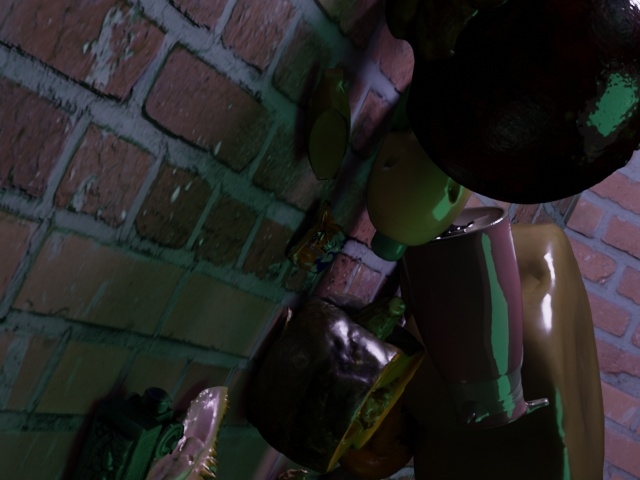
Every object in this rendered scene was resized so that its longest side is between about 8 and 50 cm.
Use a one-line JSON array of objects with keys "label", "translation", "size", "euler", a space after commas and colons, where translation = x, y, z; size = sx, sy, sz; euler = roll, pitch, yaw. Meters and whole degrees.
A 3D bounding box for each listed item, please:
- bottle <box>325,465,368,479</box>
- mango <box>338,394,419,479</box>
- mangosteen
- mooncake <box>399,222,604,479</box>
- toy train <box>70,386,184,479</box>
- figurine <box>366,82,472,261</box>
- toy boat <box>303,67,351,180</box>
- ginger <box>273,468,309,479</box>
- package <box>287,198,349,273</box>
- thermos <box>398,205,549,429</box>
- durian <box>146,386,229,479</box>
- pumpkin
[{"label": "bottle", "translation": [0.011, 0.451, 2.565], "size": [0.233, 0.110, 0.110], "euler": [-49, 160, -46]}, {"label": "mango", "translation": [0.085, 0.277, 2.497], "size": [0.252, 0.126, 0.154], "euler": [1, 101, -83]}, {"label": "mangosteen", "translation": [0.213, -0.189, 1.748], "size": [0.311, 0.311, 0.311], "euler": [-56, 164, -25]}, {"label": "mooncake", "translation": [0.260, 0.210, 2.414], "size": [0.467, 0.262, 0.467], "euler": [-5, 90, -77]}, {"label": "toy train", "translation": [-0.187, 0.214, 1.548], "size": [0.099, 0.070, 0.172], "euler": [-20, 136, -60]}, {"label": "figurine", "translation": [0.139, -0.102, 2.010], "size": [0.324, 0.124, 0.222], "euler": [-60, 174, -54]}, {"label": "toy boat", "translation": [0.006, -0.118, 1.689], "size": [0.149, 0.047, 0.049], "euler": [96, -6, -56]}, {"label": "ginger", "translation": [-0.071, 0.397, 2.300], "size": [0.214, 0.059, 0.133], "euler": [-63, 174, 2]}, {"label": "package", "translation": [-0.001, 0.000, 1.895], "size": [0.077, 0.033, 0.110], "euler": [-41, 151, 3]}, {"label": "thermos", "translation": [0.195, 0.098, 2.097], "size": [0.176, 0.146, 0.265], "euler": [-33, 113, -52]}, {"label": "durian", "translation": [-0.138, 0.237, 1.732], "size": [0.224, 0.078, 0.140], "euler": [-52, 162, -33]}, {"label": "pumpkin", "translation": [0.030, 0.153, 2.057], "size": [0.222, 0.139, 0.317], "euler": [-63, 165, 9]}]
